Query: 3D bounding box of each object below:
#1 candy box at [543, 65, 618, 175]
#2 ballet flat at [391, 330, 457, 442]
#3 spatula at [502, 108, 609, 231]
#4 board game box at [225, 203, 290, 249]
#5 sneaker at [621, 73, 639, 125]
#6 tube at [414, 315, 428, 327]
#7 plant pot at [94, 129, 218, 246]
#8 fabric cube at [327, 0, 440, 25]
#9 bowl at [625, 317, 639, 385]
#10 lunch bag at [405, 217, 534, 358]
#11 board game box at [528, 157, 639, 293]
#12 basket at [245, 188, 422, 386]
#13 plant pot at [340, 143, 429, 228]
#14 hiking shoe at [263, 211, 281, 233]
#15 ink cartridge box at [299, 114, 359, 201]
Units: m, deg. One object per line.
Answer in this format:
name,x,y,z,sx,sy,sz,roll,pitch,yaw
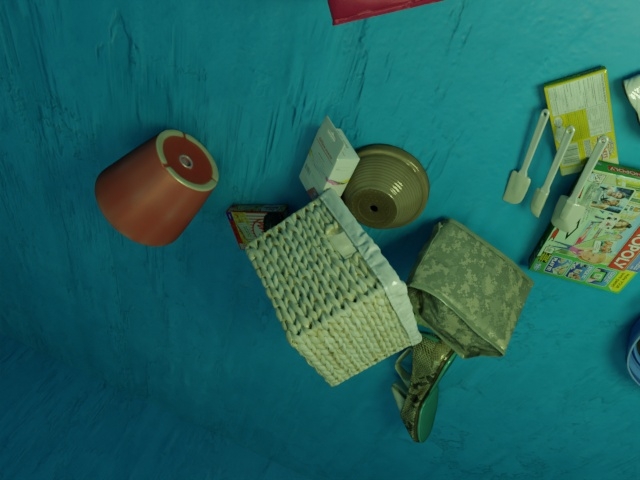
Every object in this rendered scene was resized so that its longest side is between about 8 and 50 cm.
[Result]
candy box,0.521,-0.231,0.882,0.105,0.027,0.206,-11,123,29
ballet flat,0.333,0.488,1.513,0.182,0.164,0.483,27,132,30
spatula,0.490,-0.141,0.924,0.168,0.019,0.242,42,147,34
board game box,-0.174,-0.038,1.337,0.193,0.045,0.147,1,129,22
sneaker,0.615,-0.242,0.815,0.061,0.054,0.152,-25,115,34
tube,0.394,0.255,1.333,0.240,0.062,0.070,19,174,1
plant pot,-0.432,-0.156,1.220,0.243,0.275,0.275,-32,111,30
fabric cube,0.136,-0.512,0.657,0.258,0.254,0.258,-1,127,24
bowl,0.974,0.272,1.079,0.390,0.077,0.392,12,131,14
lunch bag,0.345,0.114,1.096,0.287,0.235,0.169,42,152,-8
board game box,0.632,-0.020,0.982,0.213,0.046,0.318,16,138,12
basket,0.034,0.121,1.064,0.266,0.328,0.331,-31,141,-2
plant pot,0.145,-0.108,1.096,0.237,0.110,0.238,12,132,13
hiking shoe,-0.080,0.045,1.287,0.131,0.113,0.304,-18,117,-5
ink cartridge box,0.025,-0.189,1.069,0.067,0.115,0.198,-7,144,-30
